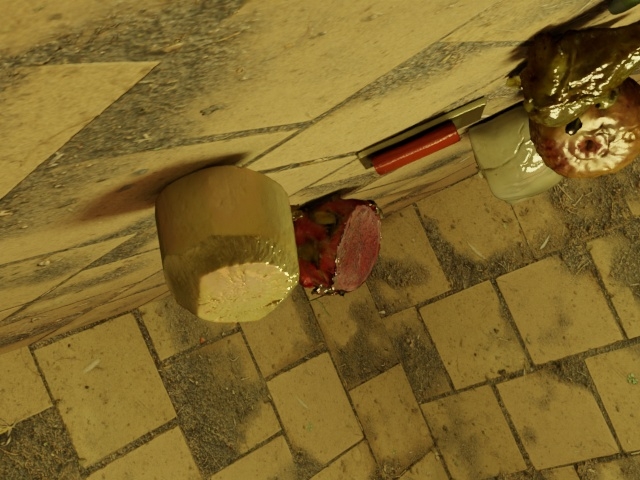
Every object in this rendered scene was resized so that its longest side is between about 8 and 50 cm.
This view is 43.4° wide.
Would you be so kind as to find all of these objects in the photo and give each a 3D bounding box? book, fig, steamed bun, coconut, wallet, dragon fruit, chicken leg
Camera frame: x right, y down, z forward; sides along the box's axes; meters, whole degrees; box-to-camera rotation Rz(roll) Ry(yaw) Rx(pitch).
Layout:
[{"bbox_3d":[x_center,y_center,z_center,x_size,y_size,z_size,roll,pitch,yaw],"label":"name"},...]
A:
[{"bbox_3d":[0.237,-0.247,1.889,0.310,0.021,0.217,-24,175,6],"label":"book"},{"bbox_3d":[0.663,-0.324,1.988,0.286,0.286,0.369,-26,-158,32],"label":"fig"},{"bbox_3d":[0.573,-0.234,2.277,0.247,0.236,0.383,-17,174,22],"label":"steamed bun"},{"bbox_3d":[-0.155,-0.007,1.349,0.239,0.244,0.239,-11,144,-8],"label":"coconut"},{"bbox_3d":[0.218,-0.208,1.825,0.204,0.045,0.142,-23,178,12],"label":"wallet"},{"bbox_3d":[0.000,0.000,2.390,0.262,0.296,0.314,14,-159,30],"label":"dragon fruit"},{"bbox_3d":[0.473,-0.322,1.392,0.211,0.140,0.361,8,153,-21],"label":"chicken leg"}]

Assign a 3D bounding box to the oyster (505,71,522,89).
[{"bbox_3d":[0.493,-0.349,1.606,0.214,0.083,0.223,-19,-178,-18],"label":"oyster"}]

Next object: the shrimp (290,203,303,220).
[{"bbox_3d":[-0.163,-0.047,1.992,0.248,0.068,0.150,-17,169,-18],"label":"shrimp"}]

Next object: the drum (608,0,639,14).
[{"bbox_3d":[0.547,-0.414,1.242,0.130,0.049,0.253,-23,-179,0],"label":"drum"}]
